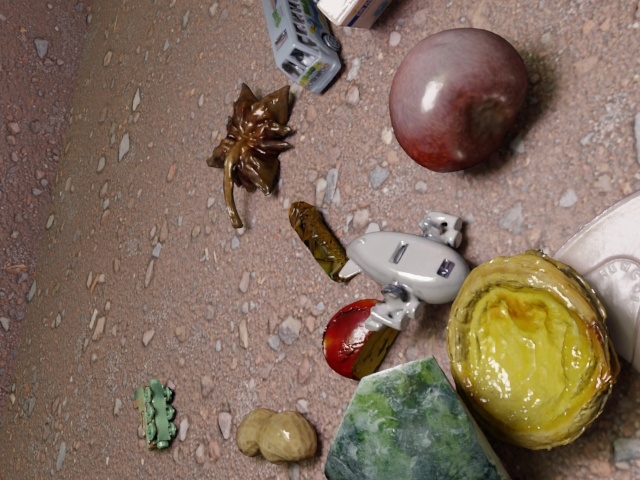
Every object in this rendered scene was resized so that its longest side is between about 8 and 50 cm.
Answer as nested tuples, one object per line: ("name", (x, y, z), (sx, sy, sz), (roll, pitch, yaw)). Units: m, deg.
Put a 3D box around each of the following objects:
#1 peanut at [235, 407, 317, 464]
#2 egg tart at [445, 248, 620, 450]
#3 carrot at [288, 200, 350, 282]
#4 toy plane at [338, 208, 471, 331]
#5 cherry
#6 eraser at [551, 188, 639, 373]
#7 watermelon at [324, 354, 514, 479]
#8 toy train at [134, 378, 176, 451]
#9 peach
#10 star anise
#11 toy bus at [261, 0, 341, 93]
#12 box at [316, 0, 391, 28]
("peanut", (-0.096, 0.381, 1.269), (0.228, 0.086, 0.104), (-9, 80, 48))
("egg tart", (0.288, 0.147, 0.890), (0.279, 0.095, 0.278), (0, 90, 56))
("carrot", (-0.001, 0.001, 1.314), (0.069, 0.069, 0.228), (-54, 44, 20))
("toy plane", (0.143, 0.045, 1.092), (0.245, 0.117, 0.244), (-15, 50, 19))
("cherry", (0.205, -0.237, 1.057), (0.239, 0.206, 0.239), (-1, 88, 50))
("eraser", (0.419, 0.025, 0.835), (0.243, 0.059, 0.204), (-61, 41, 19))
("watermelon", (0.131, 0.286, 0.915), (0.290, 0.320, 0.213), (-34, 22, 33))
("toy train", (-0.414, 0.441, 1.622), (0.118, 0.074, 0.175), (-43, 52, 43))
("peach", (0.070, 0.169, 1.152), (0.172, 0.092, 0.127), (-44, 45, 32))
("star anise", (-0.174, -0.224, 1.557), (0.349, 0.109, 0.292), (-61, 36, 14))
("toy bus", (-0.051, -0.494, 1.491), (0.109, 0.136, 0.329), (-41, 48, 35))
("box", (0.151, -0.564, 1.246), (0.065, 0.200, 0.343), (45, 116, 5))
